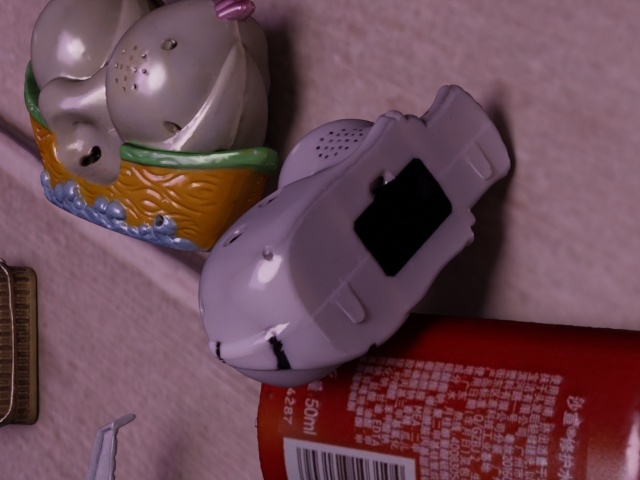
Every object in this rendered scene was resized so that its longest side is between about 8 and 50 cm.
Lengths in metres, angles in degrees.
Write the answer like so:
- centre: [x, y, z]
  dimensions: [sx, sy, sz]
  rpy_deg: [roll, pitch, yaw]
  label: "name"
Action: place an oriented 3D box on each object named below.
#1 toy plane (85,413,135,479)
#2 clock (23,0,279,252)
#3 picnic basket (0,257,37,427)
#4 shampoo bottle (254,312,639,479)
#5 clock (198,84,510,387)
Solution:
- centre: [-0.119, 0.236, 0.994]
  dimensions: [0.255, 0.101, 0.251]
  rpy_deg: [-23, 83, 46]
  label: "toy plane"
- centre: [-0.099, -0.080, 0.980]
  dimensions: [0.231, 0.103, 0.144]
  rpy_deg: [20, 102, 45]
  label: "clock"
- centre: [-0.269, 0.074, 1.184]
  dimensions: [0.164, 0.079, 0.115]
  rpy_deg: [-9, 83, 48]
  label: "picnic basket"
- centre: [0.096, 0.095, 0.773]
  dimensions: [0.314, 0.076, 0.118]
  rpy_deg: [1, 85, 48]
  label: "shampoo bottle"
- centre: [0.000, 0.000, 0.830]
  dimensions: [0.080, 0.176, 0.117]
  rpy_deg: [53, 148, -17]
  label: "clock"
